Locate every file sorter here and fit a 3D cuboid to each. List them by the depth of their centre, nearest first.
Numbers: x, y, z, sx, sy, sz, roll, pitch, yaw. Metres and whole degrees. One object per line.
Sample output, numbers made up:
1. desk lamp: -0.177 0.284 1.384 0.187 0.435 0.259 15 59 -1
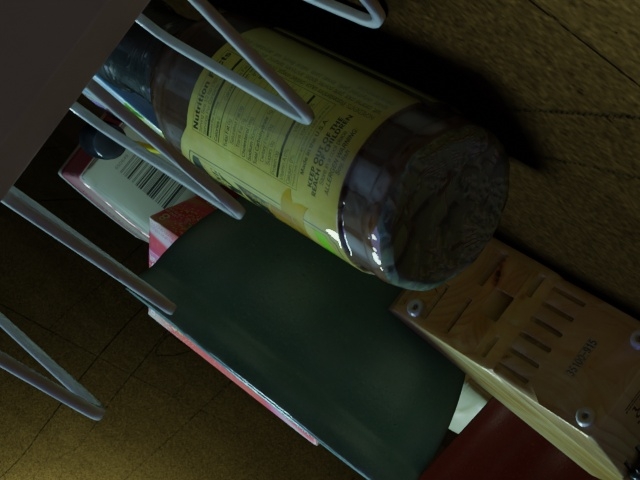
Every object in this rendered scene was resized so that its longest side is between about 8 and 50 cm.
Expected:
1. file sorter: -0.128 -0.079 0.725 0.193 0.278 0.173 32 174 42

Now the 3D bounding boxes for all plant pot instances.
1. plant pot: 0.013 0.056 1.155 0.293 0.196 0.293 38 173 5
2. plant pot: 0.205 0.287 1.374 0.272 0.265 0.272 38 173 6

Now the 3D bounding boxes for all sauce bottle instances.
1. sauce bottle: -0.032 -0.081 0.880 0.344 0.111 0.111 33 171 44

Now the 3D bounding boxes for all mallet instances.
1. mallet: -0.150 -0.090 1.409 0.189 0.039 0.062 10 -176 -17

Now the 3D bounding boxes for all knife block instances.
1. knife block: 0.209 0.122 1.031 0.275 0.088 0.242 32 170 38

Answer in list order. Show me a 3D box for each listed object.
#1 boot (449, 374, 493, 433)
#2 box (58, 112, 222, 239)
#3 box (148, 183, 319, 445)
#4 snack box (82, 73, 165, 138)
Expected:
1. boot: 0.195 0.207 1.626 0.203 0.095 0.262 36 169 7
2. box: -0.227 -0.084 1.735 0.148 0.127 0.232 40 172 -15
3. box: -0.053 0.075 1.574 0.300 0.142 0.154 34 134 33
4. snack box: -0.212 -0.180 1.291 0.174 0.070 0.207 41 172 -26
